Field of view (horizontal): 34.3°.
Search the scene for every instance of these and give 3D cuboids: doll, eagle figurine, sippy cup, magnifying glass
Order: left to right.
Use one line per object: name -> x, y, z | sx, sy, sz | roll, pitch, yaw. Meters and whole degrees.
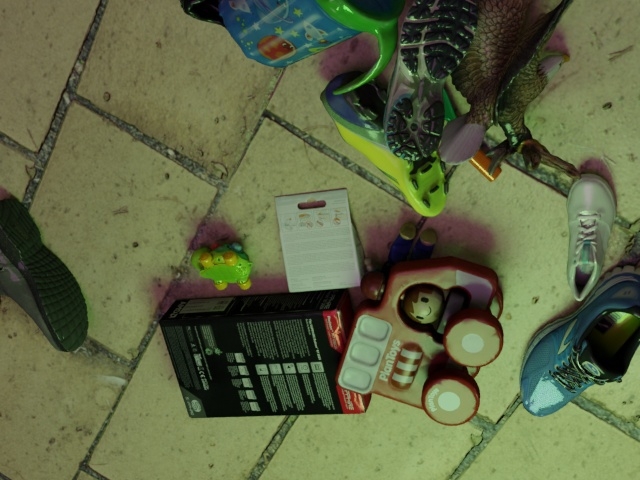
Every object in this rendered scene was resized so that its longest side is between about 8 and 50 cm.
sippy cup -> -0.028, -0.382, 1.582 | 0.224, 0.305, 0.240 | -26, 151, 38
doll -> 0.139, 0.055, 1.846 | 0.129, 0.046, 0.189 | 17, 127, -2
magnifying glass -> 0.208, -0.181, 1.695 | 0.231, 0.026, 0.092 | 41, 80, -13
eagle figurine -> 0.291, -0.260, 1.558 | 0.226, 0.225, 0.298 | 6, 129, 27

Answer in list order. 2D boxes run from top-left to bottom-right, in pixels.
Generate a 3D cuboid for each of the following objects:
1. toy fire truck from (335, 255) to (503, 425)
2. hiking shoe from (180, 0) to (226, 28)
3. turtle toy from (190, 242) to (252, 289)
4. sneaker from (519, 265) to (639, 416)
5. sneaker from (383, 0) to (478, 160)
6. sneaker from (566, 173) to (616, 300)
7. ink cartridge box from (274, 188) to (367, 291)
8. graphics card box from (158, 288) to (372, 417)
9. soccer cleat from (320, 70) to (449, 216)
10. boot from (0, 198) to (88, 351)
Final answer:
toy fire truck -> 0.175, 0.162, 1.802 | 0.254, 0.169, 0.302 | 17, 116, 2
hiking shoe -> -0.200, -0.414, 1.670 | 0.227, 0.114, 0.086 | 31, 121, 0
turtle toy -> -0.184, 0.041, 1.931 | 0.130, 0.066, 0.095 | -2, 140, 21
sneaker -> 0.444, 0.190, 1.761 | 0.130, 0.147, 0.330 | 33, 122, -1
sneaker -> 0.149, -0.270, 1.581 | 0.110, 0.122, 0.283 | 14, 106, -13
sneaker -> 0.437, -0.001, 1.693 | 0.080, 0.094, 0.212 | 4, 117, 17
ink cartridge box -> 0.000, 0.000, 1.878 | 0.145, 0.045, 0.179 | -6, 96, 21
graphics card box -> -0.103, 0.221, 1.984 | 0.371, 0.094, 0.232 | -6, 115, 19
soccer cleat -> 0.109, -0.159, 1.737 | 0.289, 0.093, 0.121 | 52, 150, -17
boot -> -0.623, 0.092, 2.087 | 0.223, 0.118, 0.338 | -23, 97, 30
